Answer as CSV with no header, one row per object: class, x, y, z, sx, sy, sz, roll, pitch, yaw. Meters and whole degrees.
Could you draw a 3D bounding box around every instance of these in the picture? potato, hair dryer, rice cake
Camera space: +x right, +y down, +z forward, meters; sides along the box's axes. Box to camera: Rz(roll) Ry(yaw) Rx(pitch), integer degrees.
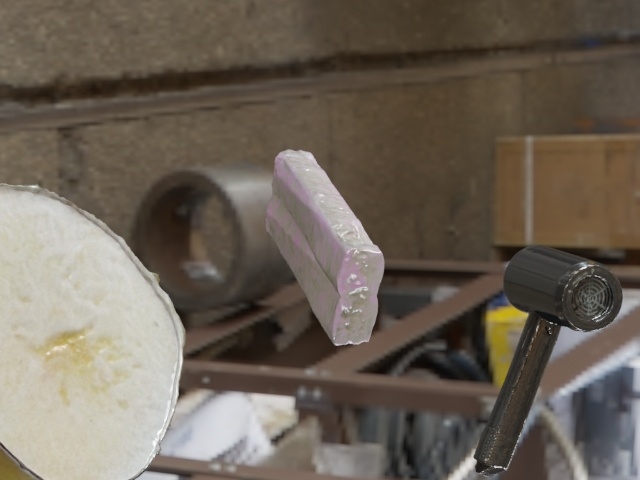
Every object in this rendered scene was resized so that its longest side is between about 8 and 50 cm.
potato,-0.274,0.116,1.529,0.246,0.196,0.299,-17,75,-37
hair dryer,0.072,0.043,0.572,0.026,0.047,0.083,23,90,-18
rice cake,0.001,-0.001,1.765,0.050,0.298,0.106,2,113,-18
